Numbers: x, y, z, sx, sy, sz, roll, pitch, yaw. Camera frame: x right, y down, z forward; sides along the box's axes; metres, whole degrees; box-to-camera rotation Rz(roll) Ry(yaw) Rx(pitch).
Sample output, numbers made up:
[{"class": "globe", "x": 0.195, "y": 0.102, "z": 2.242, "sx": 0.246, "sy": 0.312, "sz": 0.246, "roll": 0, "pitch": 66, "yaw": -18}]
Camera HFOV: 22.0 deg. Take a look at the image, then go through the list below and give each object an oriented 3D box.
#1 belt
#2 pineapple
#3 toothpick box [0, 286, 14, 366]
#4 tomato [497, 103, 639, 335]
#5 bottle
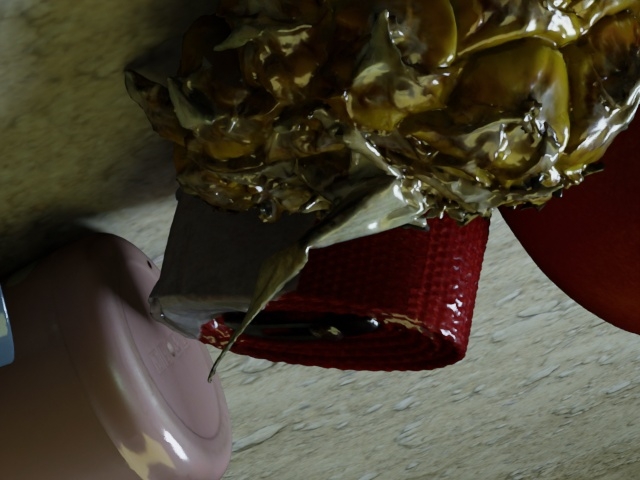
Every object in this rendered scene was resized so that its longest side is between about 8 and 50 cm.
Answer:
[{"class": "belt", "x": 0.000, "y": 0.000, "z": 0.936, "sx": 0.201, "sy": 0.124, "sz": 0.128, "roll": 0, "pitch": 157, "yaw": 34}, {"class": "pineapple", "x": 0.042, "y": -0.084, "z": 0.782, "sx": 0.334, "sy": 0.158, "sz": 0.161, "roll": -26, "pitch": 159, "yaw": 9}, {"class": "toothpick box", "x": -0.247, "y": 0.040, "z": 0.856, "sx": 0.153, "sy": 0.101, "sz": 0.101, "roll": -18, "pitch": 159, "yaw": -17}, {"class": "tomato", "x": 0.233, "y": -0.058, "z": 0.943, "sx": 0.298, "sy": 0.226, "sz": 0.298, "roll": -16, "pitch": 172, "yaw": -2}, {"class": "bottle", "x": -0.226, "y": 0.118, "z": 1.012, "sx": 0.297, "sy": 0.173, "sz": 0.206, "roll": -26, "pitch": 129, "yaw": 12}]
